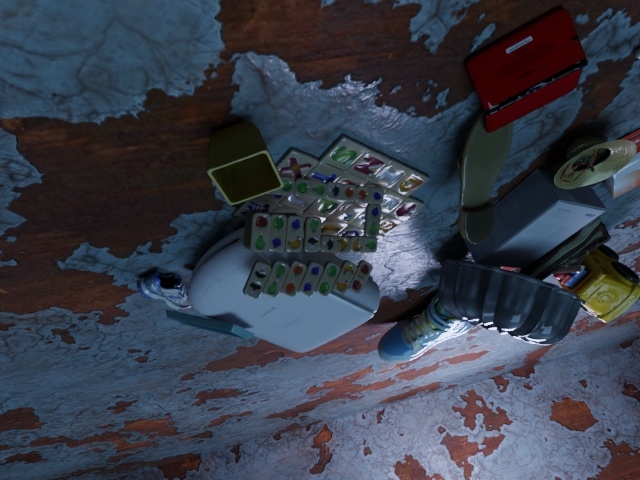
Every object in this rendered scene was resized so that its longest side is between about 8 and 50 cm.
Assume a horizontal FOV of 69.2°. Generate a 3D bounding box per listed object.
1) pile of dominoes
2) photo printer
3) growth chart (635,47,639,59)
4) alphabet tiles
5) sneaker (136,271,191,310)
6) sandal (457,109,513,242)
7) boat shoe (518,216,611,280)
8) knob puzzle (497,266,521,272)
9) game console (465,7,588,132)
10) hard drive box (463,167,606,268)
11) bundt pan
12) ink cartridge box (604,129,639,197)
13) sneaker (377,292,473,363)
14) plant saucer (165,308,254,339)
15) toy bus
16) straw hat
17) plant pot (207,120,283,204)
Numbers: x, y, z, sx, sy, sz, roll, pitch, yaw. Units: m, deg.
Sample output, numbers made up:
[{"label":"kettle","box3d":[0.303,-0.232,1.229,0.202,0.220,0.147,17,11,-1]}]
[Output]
[{"label":"pile of dominoes","box3d":[0.000,0.000,0.758,0.251,0.196,0.040,2,-175,-28]},{"label":"photo printer","box3d":[-0.081,0.095,0.884,0.307,0.107,0.256,30,134,-28]},{"label":"growth chart","box3d":[0.579,-0.346,0.667,0.172,0.021,0.237,-5,147,-21]},{"label":"alphabet tiles","box3d":[0.029,-0.059,0.855,0.342,0.011,0.285,14,136,-41]},{"label":"sneaker","box3d":[-0.286,0.097,0.908,0.058,0.052,0.135,-35,145,19]},{"label":"sandal","box3d":[0.263,-0.119,0.808,0.088,0.079,0.240,-7,113,-17]},{"label":"boat shoe","box3d":[0.599,0.043,1.125,0.257,0.095,0.095,-39,175,-3]},{"label":"knob puzzle","box3d":[0.582,0.080,1.325,0.213,0.030,0.213,-13,149,-8]},{"label":"game console","box3d":[0.293,-0.239,0.673,0.144,0.085,0.124,-27,104,14]},{"label":"hard drive box","box3d":[0.465,-0.038,1.025,0.181,0.089,0.232,5,143,-33]},{"label":"bundt pan","box3d":[0.428,0.154,1.097,0.331,0.124,0.331,19,173,3]},{"label":"ink cartridge box","box3d":[0.674,-0.173,0.962,0.145,0.045,0.179,-28,150,16]},{"label":"sneaker","box3d":[0.307,0.243,1.362,0.319,0.127,0.208,-26,151,-4]},{"label":"plant saucer","box3d":[-0.222,0.166,0.913,0.192,0.018,0.067,3,156,33]},{"label":"toy bus","box3d":[0.706,0.084,1.261,0.211,0.220,0.149,21,122,-14]},{"label":"straw hat","box3d":[0.504,-0.163,0.876,0.144,0.061,0.144,-7,149,-5]},{"label":"plant pot","box3d":[-0.107,-0.113,0.633,0.081,0.083,0.081,-20,148,2]}]
